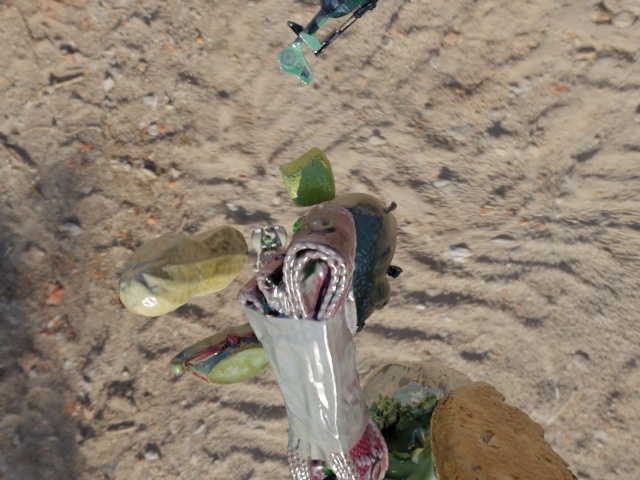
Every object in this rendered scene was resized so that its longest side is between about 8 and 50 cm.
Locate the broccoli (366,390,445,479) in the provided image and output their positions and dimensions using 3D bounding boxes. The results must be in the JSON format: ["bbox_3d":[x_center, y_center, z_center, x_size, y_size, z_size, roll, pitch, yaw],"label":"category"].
[{"bbox_3d":[0.109,0.332,0.881,0.235,0.260,0.288,-4,48,12],"label":"broccoli"}]

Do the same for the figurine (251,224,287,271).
[{"bbox_3d":[-0.102,0.046,1.288,0.081,0.098,0.146,-8,84,23],"label":"figurine"}]

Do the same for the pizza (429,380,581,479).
[{"bbox_3d":[0.134,0.182,0.480,0.127,0.246,0.058,16,109,-21],"label":"pizza"}]

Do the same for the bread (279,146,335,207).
[{"bbox_3d":[-0.023,-0.134,1.500,0.114,0.129,0.111,-21,55,-2],"label":"bread"}]

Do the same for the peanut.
[{"bbox_3d":[-0.231,0.045,1.152,0.130,0.290,0.130,7,103,29],"label":"peanut"}]

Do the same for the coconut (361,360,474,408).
[{"bbox_3d":[0.245,0.459,1.568,0.344,0.415,0.416,-24,84,1],"label":"coconut"}]

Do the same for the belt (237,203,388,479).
[{"bbox_3d":[0.000,0.087,0.423,0.071,0.053,0.232,11,125,28],"label":"belt"}]

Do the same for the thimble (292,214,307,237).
[{"bbox_3d":[0.000,0.000,1.429,0.130,0.090,0.118,60,149,37],"label":"thimble"}]

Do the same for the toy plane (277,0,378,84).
[{"bbox_3d":[0.041,-0.499,1.352,0.382,0.155,0.106,-47,34,10],"label":"toy plane"}]

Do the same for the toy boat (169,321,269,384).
[{"bbox_3d":[-0.127,0.165,0.973,0.185,0.071,0.089,-20,124,-17],"label":"toy boat"}]

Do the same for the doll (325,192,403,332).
[{"bbox_3d":[0.092,0.055,1.706,0.247,0.247,0.350,16,90,18],"label":"doll"}]
